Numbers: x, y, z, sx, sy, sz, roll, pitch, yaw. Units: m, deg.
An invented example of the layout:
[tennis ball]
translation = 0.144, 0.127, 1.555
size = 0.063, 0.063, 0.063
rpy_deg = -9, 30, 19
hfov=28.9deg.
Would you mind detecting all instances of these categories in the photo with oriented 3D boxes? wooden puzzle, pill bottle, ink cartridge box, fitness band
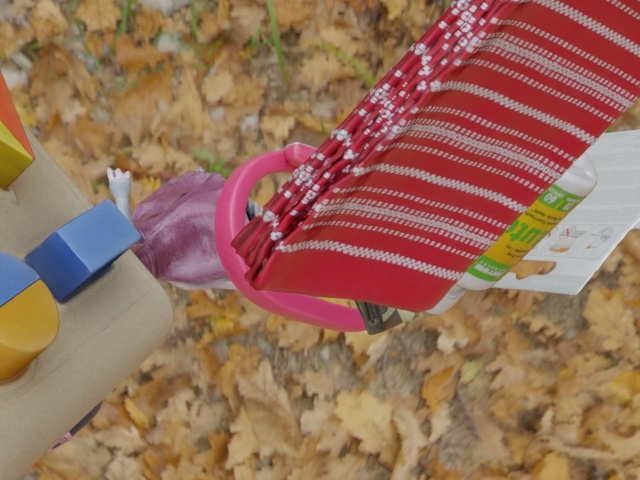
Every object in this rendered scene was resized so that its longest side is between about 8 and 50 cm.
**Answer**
[wooden puzzle]
translation = -0.271, -0.012, 1.005
size = 0.080, 0.322, 0.348
rpy_deg = -33, 96, 26
[pill bottle]
translation = 0.186, -0.030, 1.424
size = 0.136, 0.136, 0.246
rpy_deg = 49, 118, 12
[ink cartridge box]
translation = 0.435, -0.028, 1.922
size = 0.385, 0.308, 0.091
rpy_deg = -45, 109, -19
[fitness band]
translation = 0.000, 0.000, 1.528
size = 0.290, 0.054, 0.209
rpy_deg = 19, 74, -34

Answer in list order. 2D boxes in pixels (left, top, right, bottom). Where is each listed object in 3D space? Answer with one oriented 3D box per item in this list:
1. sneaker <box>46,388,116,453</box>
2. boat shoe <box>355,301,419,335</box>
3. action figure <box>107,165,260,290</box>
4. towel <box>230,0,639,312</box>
[sneaker]
translation = -0.424, 0.156, 1.605
size = 0.319, 0.112, 0.131
rpy_deg = 25, 67, 25
[boat shoe]
translation = 0.030, 0.015, 1.359
size = 0.073, 0.080, 0.224
rpy_deg = -35, 116, -2
[action figure]
translation = -0.281, 0.029, 1.840
size = 0.370, 0.248, 0.276
rpy_deg = -29, 99, -30
[towel]
translation = 0.096, -0.061, 0.685
size = 0.275, 0.199, 0.031
rpy_deg = -46, 58, 22
